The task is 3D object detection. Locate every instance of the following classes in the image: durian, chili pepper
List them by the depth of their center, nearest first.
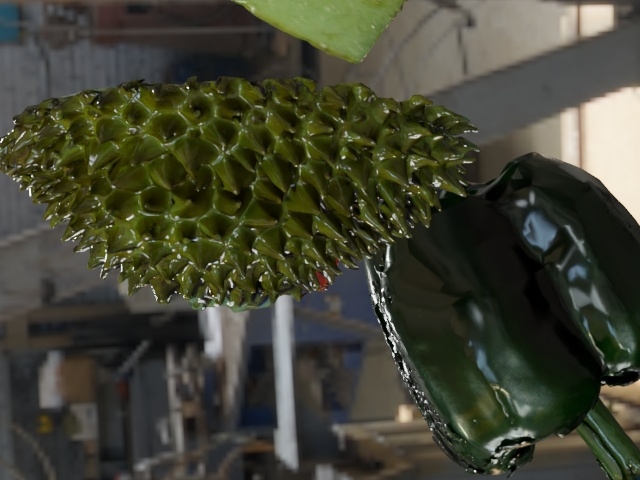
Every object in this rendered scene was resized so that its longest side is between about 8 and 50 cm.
[{"bbox_3d":[-0.027,-0.017,0.699,0.137,0.220,0.096,167,100,-65],"label":"durian"},{"bbox_3d":[0.135,0.080,0.985,0.261,0.174,0.165,61,148,-1],"label":"chili pepper"}]

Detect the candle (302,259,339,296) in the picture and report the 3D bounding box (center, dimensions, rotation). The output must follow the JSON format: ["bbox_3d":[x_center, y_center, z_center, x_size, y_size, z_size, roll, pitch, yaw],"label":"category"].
[{"bbox_3d":[0.000,0.000,1.421,0.052,0.052,0.131,-110,37,-55],"label":"candle"}]

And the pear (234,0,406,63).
[{"bbox_3d":[0.045,-0.335,1.170,0.318,0.238,0.342,-64,8,-17],"label":"pear"}]
